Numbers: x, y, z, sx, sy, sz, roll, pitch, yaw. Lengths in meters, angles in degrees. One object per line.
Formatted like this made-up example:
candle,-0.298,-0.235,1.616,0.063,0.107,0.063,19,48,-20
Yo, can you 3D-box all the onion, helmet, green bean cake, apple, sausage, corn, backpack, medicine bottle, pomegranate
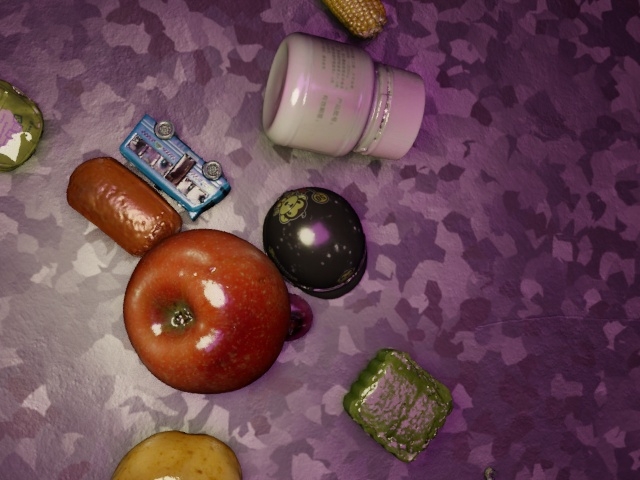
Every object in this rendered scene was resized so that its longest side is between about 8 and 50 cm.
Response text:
onion,-0.074,0.177,1.627,0.115,0.104,0.115,0,119,0
helmet,0.000,0.000,1.631,0.230,0.160,0.279,-36,90,-13
green bean cake,0.179,0.376,1.643,0.214,0.113,0.200,39,78,-4
apple,-0.236,0.148,1.491,0.348,0.277,0.349,0,89,15
sausage,-0.430,-0.074,1.565,0.268,0.153,0.141,39,88,-2
corn,0.040,-0.617,1.738,0.106,0.106,0.305,-42,88,-12
backpack,-0.730,-0.259,1.546,0.253,0.140,0.207,26,80,-13
medicine bottle,0.050,-0.316,1.627,0.324,0.256,0.256,9,82,-18
pomegranate,-0.293,0.532,1.470,0.307,0.307,0.308,1,84,-10

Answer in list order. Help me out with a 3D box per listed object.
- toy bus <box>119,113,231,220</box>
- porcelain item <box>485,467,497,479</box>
toy bus,-0.324,-0.164,1.615,0.246,0.113,0.134,41,83,-2
porcelain item,0.390,0.615,1.701,0.075,0.021,0.136,43,79,-7
